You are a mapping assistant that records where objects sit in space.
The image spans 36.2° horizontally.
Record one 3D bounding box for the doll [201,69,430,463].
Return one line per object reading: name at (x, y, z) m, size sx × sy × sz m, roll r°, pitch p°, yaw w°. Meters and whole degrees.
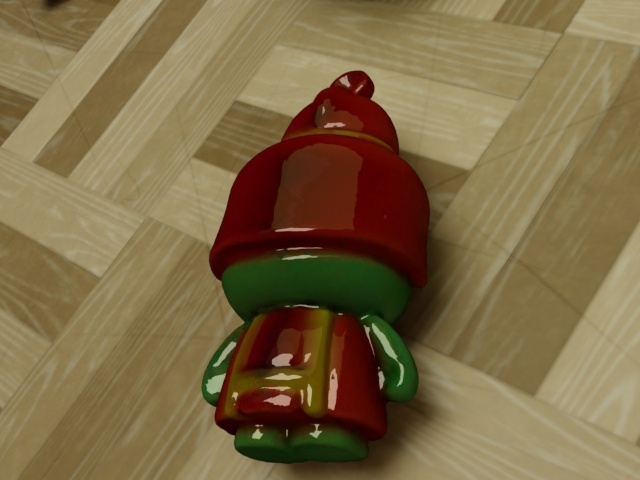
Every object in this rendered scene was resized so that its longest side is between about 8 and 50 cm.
doll at (0.000, 0.001, 0.813) m, size 0.183 × 0.160 × 0.363 m, roll -9°, pitch 53°, yaw 29°
